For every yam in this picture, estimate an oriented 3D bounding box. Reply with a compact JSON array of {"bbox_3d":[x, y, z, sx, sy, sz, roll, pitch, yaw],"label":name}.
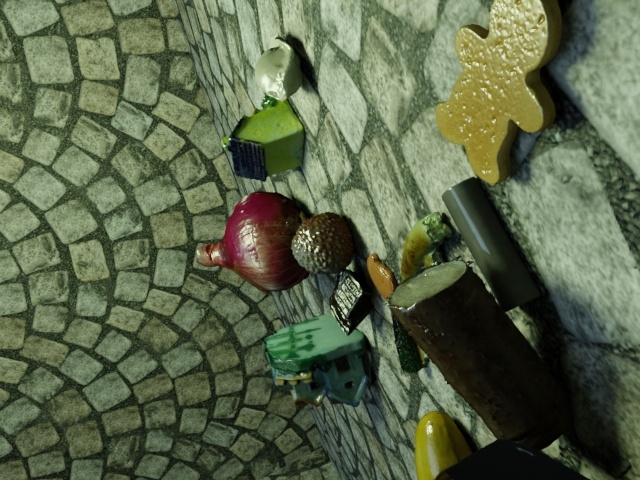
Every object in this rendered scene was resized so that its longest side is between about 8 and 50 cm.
[{"bbox_3d":[0.218,0.152,0.658,0.279,0.131,0.131,50,167,-8],"label":"yam"}]

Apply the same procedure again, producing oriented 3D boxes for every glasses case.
[{"bbox_3d":[0.233,0.007,0.688,0.072,0.042,0.190,96,150,-76],"label":"glasses case"}]

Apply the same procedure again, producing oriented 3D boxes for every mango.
[{"bbox_3d":[0.274,0.495,1.045,0.167,0.130,0.262,124,127,-69],"label":"mango"}]

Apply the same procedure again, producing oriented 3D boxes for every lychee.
[{"bbox_3d":[0.000,0.000,1.237,0.197,0.165,0.165,48,160,13],"label":"lychee"}]

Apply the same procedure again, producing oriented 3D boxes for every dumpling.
[{"bbox_3d":[-0.091,-0.402,1.134,0.188,0.108,0.127,-107,34,-42],"label":"dumpling"}]

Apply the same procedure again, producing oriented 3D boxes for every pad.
[{"bbox_3d":[0.340,0.334,0.618,0.315,0.063,0.375,28,155,16],"label":"pad"}]

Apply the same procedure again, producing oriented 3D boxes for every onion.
[{"bbox_3d":[-0.214,0.014,1.587,0.348,0.385,0.348,167,90,-89],"label":"onion"}]

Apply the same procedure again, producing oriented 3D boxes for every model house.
[{"bbox_3d":[0.070,0.132,1.279,0.165,0.106,0.152,52,161,33],"label":"model house"},{"bbox_3d":[0.003,0.441,1.576,0.252,0.295,0.329,-136,31,-65],"label":"model house"},{"bbox_3d":[-0.172,-0.274,1.366,0.170,0.211,0.194,60,164,19],"label":"model house"}]

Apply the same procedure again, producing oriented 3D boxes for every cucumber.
[{"bbox_3d":[0.187,0.205,1.079,0.058,0.058,0.187,41,148,60],"label":"cucumber"}]

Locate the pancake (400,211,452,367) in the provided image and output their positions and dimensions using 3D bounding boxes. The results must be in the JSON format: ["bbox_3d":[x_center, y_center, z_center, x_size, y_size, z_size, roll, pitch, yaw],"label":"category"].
[{"bbox_3d":[0.202,0.109,0.902,0.197,0.054,0.376,46,155,53],"label":"pancake"}]

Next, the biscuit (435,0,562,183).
[{"bbox_3d":[0.201,-0.174,0.550,0.158,0.035,0.240,59,163,23],"label":"biscuit"}]

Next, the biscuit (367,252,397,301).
[{"bbox_3d":[0.144,0.092,1.139,0.130,0.019,0.102,56,161,37],"label":"biscuit"}]
